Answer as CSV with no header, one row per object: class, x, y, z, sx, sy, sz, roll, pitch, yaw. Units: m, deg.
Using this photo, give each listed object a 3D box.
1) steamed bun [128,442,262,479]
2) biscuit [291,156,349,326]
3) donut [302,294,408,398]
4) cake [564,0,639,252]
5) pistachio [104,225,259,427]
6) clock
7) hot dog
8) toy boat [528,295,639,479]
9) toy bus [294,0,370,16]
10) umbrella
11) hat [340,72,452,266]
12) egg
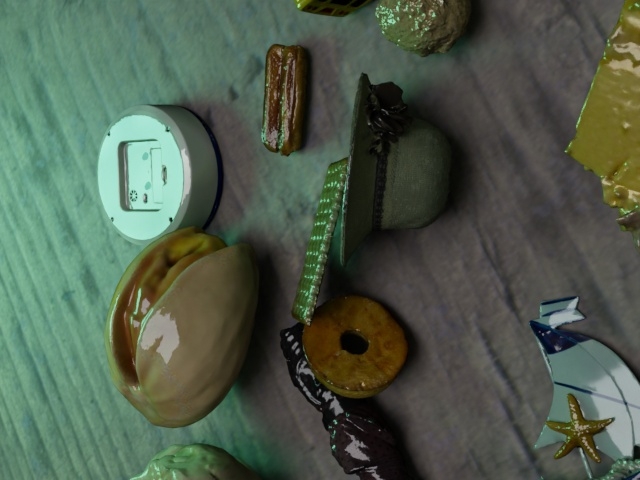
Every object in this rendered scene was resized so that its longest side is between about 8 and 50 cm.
steamed bun,-0.180,0.439,1.507,0.276,0.203,0.289,39,117,58
biscuit,0.000,0.000,1.356,0.139,0.016,0.232,-179,103,-80
donut,0.046,0.150,1.350,0.152,0.152,0.058,46,157,26
cake,0.389,-0.125,0.971,0.222,0.227,0.286,26,122,21
pistachio,-0.205,0.135,1.489,0.230,0.230,0.309,18,88,36
clock,-0.266,-0.106,1.602,0.230,0.083,0.230,5,98,36
hot dog,-0.052,-0.205,1.446,0.071,0.045,0.165,8,99,36
toy boat,0.330,0.207,1.190,0.220,0.067,0.291,-30,65,35
toy bus,-0.012,-0.477,1.328,0.151,0.145,0.331,-29,77,38
umbrella,0.043,0.256,1.382,0.094,0.090,0.326,-36,70,12
hat,0.102,-0.086,1.267,0.130,0.257,0.257,5,98,4
egg,0.130,-0.293,1.252,0.140,0.116,0.118,19,112,62
